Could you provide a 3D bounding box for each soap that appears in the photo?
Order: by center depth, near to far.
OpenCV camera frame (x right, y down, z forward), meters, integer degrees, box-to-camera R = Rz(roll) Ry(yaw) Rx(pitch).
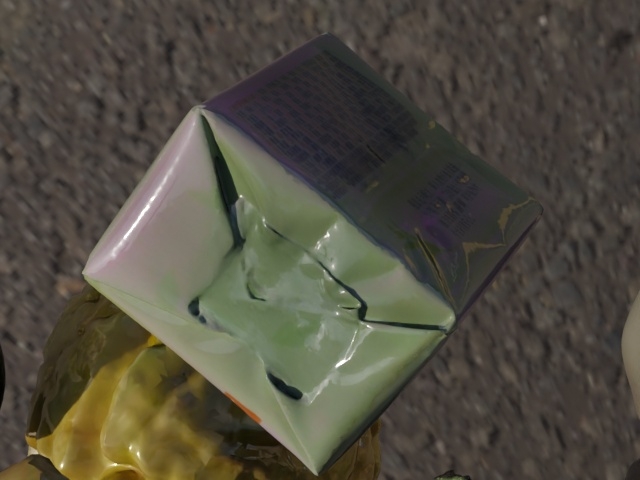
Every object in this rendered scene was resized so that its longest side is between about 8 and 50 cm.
[{"bbox_3d":[0.000,0.000,1.102,0.182,0.199,0.138,41,118,4],"label":"soap"}]

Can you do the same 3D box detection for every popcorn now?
[{"bbox_3d":[-0.107,0.184,1.855,0.344,0.354,0.390,17,79,-8],"label":"popcorn"}]

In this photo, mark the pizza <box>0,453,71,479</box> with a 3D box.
[{"bbox_3d":[-0.118,0.310,0.537,0.392,0.080,0.435,-27,105,6],"label":"pizza"}]

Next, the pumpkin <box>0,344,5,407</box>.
[{"bbox_3d":[-0.396,0.127,1.751,0.224,0.224,0.157,19,113,21],"label":"pumpkin"}]

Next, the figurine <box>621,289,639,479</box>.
[{"bbox_3d":[0.306,0.124,1.368,0.248,0.380,0.203,-2,45,-21],"label":"figurine"}]

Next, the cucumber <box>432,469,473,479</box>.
[{"bbox_3d":[0.182,0.313,1.393,0.096,0.359,0.096,-35,24,18],"label":"cucumber"}]
